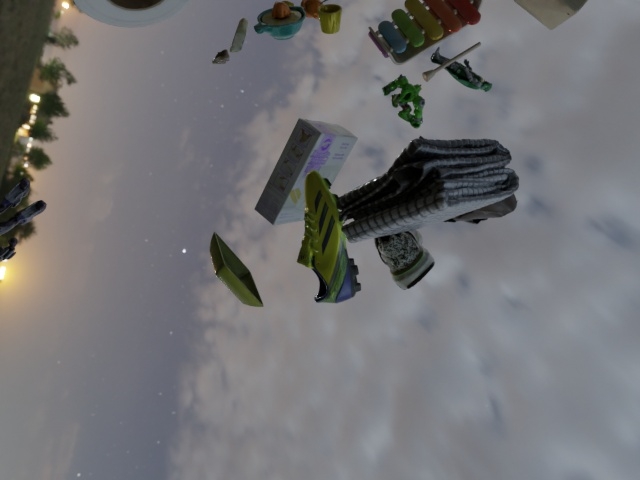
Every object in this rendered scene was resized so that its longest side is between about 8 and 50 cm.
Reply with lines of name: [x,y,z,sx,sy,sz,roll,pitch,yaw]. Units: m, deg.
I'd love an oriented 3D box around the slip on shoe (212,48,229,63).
slip on shoe: [-0.411,-0.754,1.881,0.135,0.051,0.041,20,-62,60]

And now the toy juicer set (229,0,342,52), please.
toy juicer set: [-0.120,-0.633,1.282,0.089,0.329,0.209,84,-15,-47]

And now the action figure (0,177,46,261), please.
action figure: [-0.878,-0.044,1.223,0.099,0.185,0.285,-19,-149,31]

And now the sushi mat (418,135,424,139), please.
sushi mat: [0.428,-0.231,1.491,0.019,0.316,0.151,-48,-126,13]

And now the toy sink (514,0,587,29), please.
toy sink: [0.567,-0.607,0.991,0.234,0.131,0.153,-52,-179,12]

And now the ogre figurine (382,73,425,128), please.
ogre figurine: [0.309,-0.506,1.641,0.118,0.097,0.197,125,-50,-63]

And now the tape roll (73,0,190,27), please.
tape roll: [-0.382,-0.566,0.893,0.246,0.246,0.169,-27,-99,48]

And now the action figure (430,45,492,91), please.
action figure: [0.491,-0.584,1.579,0.063,0.232,0.137,-56,-173,40]

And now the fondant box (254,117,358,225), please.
fondant box: [-0.044,-0.214,1.462,0.096,0.238,0.330,39,-65,21]

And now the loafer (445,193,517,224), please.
loafer: [0.386,-0.089,1.222,0.134,0.130,0.366,-48,-174,-6]

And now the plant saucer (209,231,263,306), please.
plant saucer: [-0.245,0.091,1.277,0.045,0.188,0.188,-35,-145,0]

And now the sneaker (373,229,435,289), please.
sneaker: [0.223,-0.014,1.419,0.158,0.182,0.410,-38,-163,6]

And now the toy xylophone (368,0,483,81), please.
toy xylophone: [0.310,-0.591,1.272,0.322,0.081,0.236,-38,-110,-1]

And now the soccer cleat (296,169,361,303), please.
soccer cleat: [0.000,0.001,0.951,0.093,0.121,0.289,-114,-171,-75]

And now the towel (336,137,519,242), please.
towel: [0.191,-0.093,0.841,0.235,0.283,0.121,-23,-98,49]
